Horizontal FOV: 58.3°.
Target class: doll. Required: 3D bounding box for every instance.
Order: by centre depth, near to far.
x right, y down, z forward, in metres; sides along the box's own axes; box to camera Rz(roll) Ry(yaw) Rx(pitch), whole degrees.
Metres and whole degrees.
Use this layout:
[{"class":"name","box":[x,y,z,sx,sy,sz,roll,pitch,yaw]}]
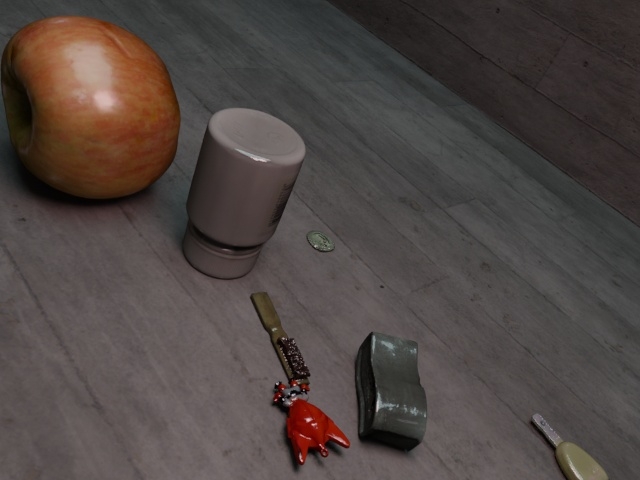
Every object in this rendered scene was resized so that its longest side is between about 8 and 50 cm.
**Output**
[{"class":"doll","box":[-0.029,0.324,1.056,0.109,0.057,0.169,-7,48,-33]}]

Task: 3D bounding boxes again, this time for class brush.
[{"class":"brush","box":[-0.084,0.196,1.207,0.043,0.036,0.248,3,41,-35]}]

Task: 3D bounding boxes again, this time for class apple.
[{"class":"apple","box":[-0.498,-0.288,1.280,0.346,0.391,0.391,-11,49,-38]}]

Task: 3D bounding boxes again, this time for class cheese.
[{"class":"cheese","box":[0.533,0.458,1.244,0.097,0.037,0.192,-8,48,-39]}]

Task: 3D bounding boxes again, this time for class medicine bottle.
[{"class":"medicine bottle","box":[-0.180,-0.094,1.255,0.208,0.340,0.208,16,37,-13]}]

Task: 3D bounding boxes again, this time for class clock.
[{"class":"clock","box":[0.000,0.000,1.529,0.074,0.010,0.083,-10,47,-39]}]

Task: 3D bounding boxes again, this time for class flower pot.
[{"class":"flower pot","box":[0.137,0.299,1.152,0.108,0.103,0.229,17,37,-11]}]
